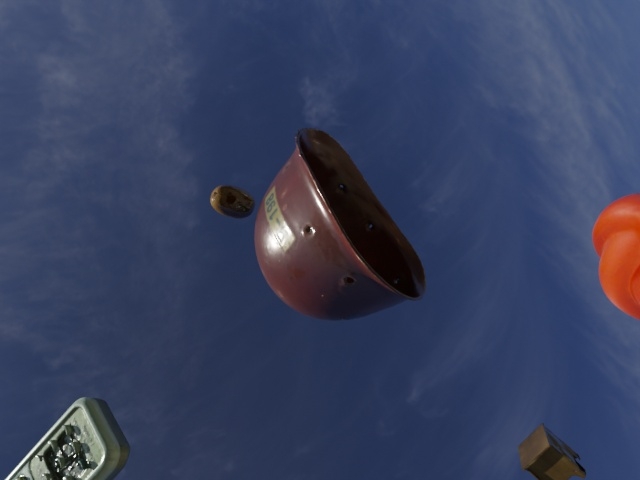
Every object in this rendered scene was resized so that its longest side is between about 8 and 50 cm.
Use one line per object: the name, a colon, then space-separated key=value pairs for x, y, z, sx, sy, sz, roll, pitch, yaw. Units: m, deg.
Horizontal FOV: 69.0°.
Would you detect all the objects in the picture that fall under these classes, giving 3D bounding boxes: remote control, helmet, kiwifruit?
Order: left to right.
remote control: x=-0.411 y=0.388 z=0.670 sx=0.335 sy=0.065 sz=0.128 roll=-48 pitch=-125 yaw=-1
kiwifruit: x=-0.207 y=-0.091 z=1.106 sx=0.124 sy=0.075 sz=0.075 roll=23 pitch=-125 yaw=-54
helmet: x=0.000 y=0.000 z=0.866 sx=0.337 sy=0.230 sz=0.385 roll=26 pitch=-148 yaw=-49

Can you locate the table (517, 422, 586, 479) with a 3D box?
table: x=0.424 y=0.405 z=0.855 sx=0.082 sy=0.070 sz=0.083 roll=40 pitch=-165 yaw=11

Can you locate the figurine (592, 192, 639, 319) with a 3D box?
figurine: x=0.280 y=-0.048 z=0.252 sx=0.181 sy=0.208 sz=0.257 roll=12 pitch=-78 yaw=-38
